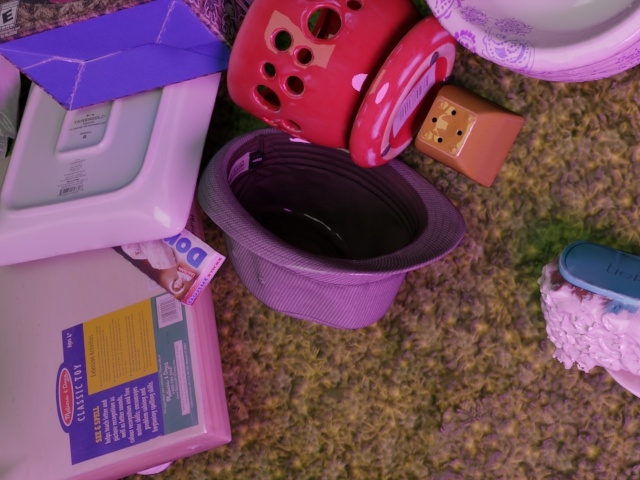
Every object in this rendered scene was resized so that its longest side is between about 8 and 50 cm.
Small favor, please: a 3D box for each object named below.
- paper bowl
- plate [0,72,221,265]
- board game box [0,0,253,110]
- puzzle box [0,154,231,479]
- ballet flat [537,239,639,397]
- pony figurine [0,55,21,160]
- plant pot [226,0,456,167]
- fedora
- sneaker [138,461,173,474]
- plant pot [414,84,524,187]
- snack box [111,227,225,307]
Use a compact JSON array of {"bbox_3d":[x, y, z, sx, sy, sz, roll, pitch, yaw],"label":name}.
[{"bbox_3d":[0.238,-0.291,1.380,0.284,0.148,0.284,-1,87,25],"label":"paper bowl"},{"bbox_3d":[-0.241,-0.114,1.580,0.277,0.045,0.278,-8,56,30],"label":"plate"},{"bbox_3d":[-0.196,-0.313,1.539,0.232,0.141,0.291,-11,59,25],"label":"board game box"},{"bbox_3d":[-0.246,0.062,1.588,0.272,0.052,0.409,-20,63,22],"label":"puzzle box"},{"bbox_3d":[0.388,0.112,1.316,0.409,0.147,0.147,20,96,28],"label":"ballet flat"},{"bbox_3d":[-0.487,-0.268,1.655,0.303,0.363,0.351,28,115,17],"label":"pony figurine"},{"bbox_3d":[0.028,-0.177,1.458,0.174,0.191,0.191,33,101,15],"label":"plant pot"},{"bbox_3d":[0.000,0.000,1.462,0.275,0.243,0.124,33,130,29],"label":"fedora"},{"bbox_3d":[-0.175,0.158,1.590,0.080,0.081,0.211,16,93,27],"label":"sneaker"},{"bbox_3d":[0.140,-0.108,1.452,0.081,0.083,0.081,30,100,23],"label":"plant pot"},{"bbox_3d":[-0.177,0.000,1.524,0.178,0.022,0.064,34,88,36],"label":"snack box"}]
